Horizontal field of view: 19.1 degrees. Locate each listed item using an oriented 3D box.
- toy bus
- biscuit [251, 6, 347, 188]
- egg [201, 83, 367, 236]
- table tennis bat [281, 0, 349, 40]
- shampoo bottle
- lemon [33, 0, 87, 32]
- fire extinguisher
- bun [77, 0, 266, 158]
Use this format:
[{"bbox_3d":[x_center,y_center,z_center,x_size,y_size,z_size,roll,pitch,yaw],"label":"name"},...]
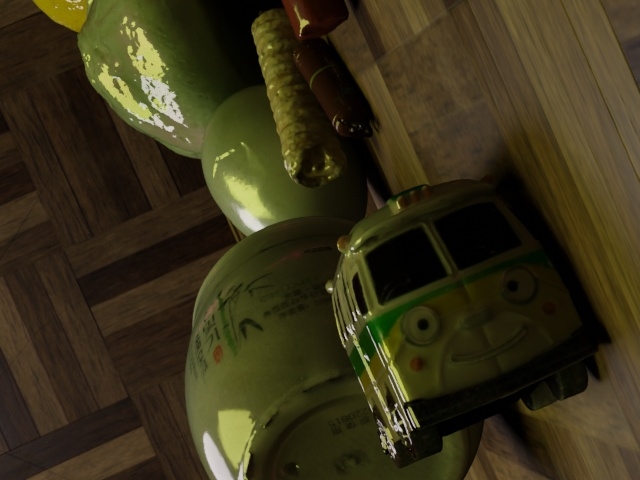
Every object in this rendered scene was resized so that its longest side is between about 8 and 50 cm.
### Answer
[{"bbox_3d":[0.093,0.057,1.408,0.305,0.143,0.179,101,147,-81],"label":"toy bus"},{"bbox_3d":[-0.023,-0.145,1.854,0.055,0.061,0.219,78,179,-54],"label":"biscuit"},{"bbox_3d":[-0.034,-0.068,1.924,0.209,0.151,0.151,52,167,34],"label":"egg"},{"bbox_3d":[-0.073,-0.368,1.640,0.268,0.051,0.415,107,141,-80],"label":"table tennis bat"},{"bbox_3d":[0.008,0.132,1.777,0.266,0.273,0.273,-113,3,-55],"label":"shampoo bottle"},{"bbox_3d":[-0.259,-0.362,2.338,0.219,0.240,0.240,56,-178,-42],"label":"lemon"},{"bbox_3d":[0.015,-0.135,1.786,0.056,0.039,0.132,24,-152,-47],"label":"fire extinguisher"},{"bbox_3d":[-0.169,-0.205,2.094,0.293,0.187,0.293,55,-162,-28],"label":"bun"}]
